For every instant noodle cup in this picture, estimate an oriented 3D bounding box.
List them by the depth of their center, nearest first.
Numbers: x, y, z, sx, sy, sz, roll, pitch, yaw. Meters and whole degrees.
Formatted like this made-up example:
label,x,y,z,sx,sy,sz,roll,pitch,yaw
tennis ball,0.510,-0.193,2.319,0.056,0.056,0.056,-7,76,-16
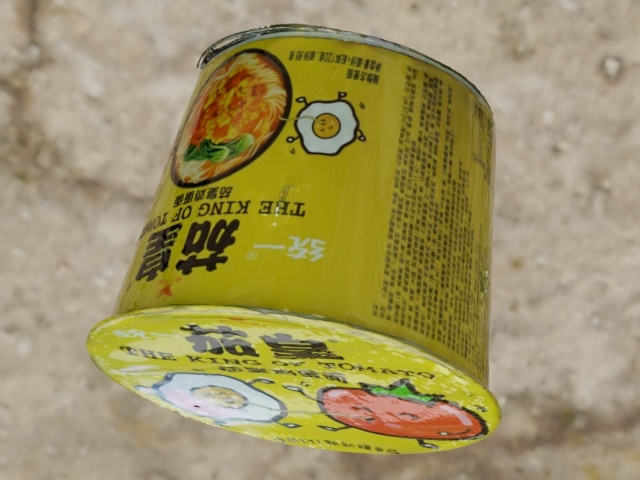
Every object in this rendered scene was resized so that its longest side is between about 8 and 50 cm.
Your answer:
label,x,y,z,sx,sy,sz,roll,pitch,yaw
instant noodle cup,0.000,0.000,0.874,0.182,0.144,0.182,9,158,4
